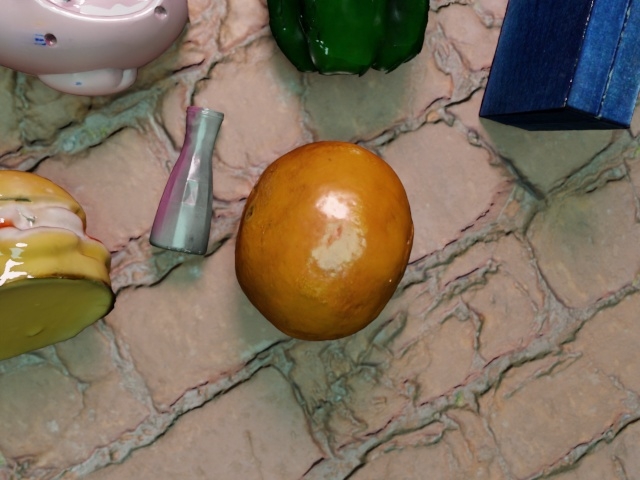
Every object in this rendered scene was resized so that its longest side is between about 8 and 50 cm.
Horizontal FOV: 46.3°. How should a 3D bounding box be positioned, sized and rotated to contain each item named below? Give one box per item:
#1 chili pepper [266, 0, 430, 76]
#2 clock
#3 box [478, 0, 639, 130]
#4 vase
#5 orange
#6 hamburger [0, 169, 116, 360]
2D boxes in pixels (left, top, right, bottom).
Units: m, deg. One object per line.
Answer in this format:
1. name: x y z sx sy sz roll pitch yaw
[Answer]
1. chili pepper: 0.048 -0.360 1.047 0.248 0.233 0.257 -2 104 -7
2. clock: -0.357 -0.367 0.949 0.376 0.250 0.368 -6 100 -10
3. box: 0.361 -0.297 1.088 0.116 0.279 0.261 12 95 -14
4. vase: -0.191 -0.090 1.109 0.086 0.086 0.214 12 91 -12
5. orange: 0.000 0.000 1.052 0.226 0.284 0.284 20 93 -20
6. hamburger: -0.431 0.019 0.989 0.276 0.276 0.237 -21 71 -8
